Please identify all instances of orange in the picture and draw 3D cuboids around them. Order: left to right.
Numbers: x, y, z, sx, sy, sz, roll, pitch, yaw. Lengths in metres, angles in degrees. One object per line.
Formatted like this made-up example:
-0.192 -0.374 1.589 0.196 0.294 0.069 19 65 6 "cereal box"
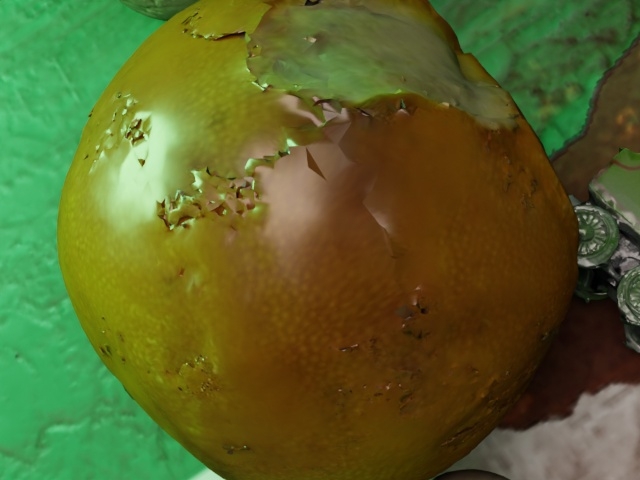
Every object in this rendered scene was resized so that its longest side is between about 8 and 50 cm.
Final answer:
0.000 0.000 0.892 0.240 0.240 0.240 -4 73 14 "orange"

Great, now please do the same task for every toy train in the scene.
0.194 0.038 0.924 0.081 0.060 0.202 -43 69 -7 "toy train"

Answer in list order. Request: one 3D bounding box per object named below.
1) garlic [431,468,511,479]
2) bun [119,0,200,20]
0.062 0.152 0.862 0.131 0.194 0.127 -4 63 20 "garlic"
-0.083 -0.207 1.046 0.173 0.113 0.166 15 78 17 "bun"
